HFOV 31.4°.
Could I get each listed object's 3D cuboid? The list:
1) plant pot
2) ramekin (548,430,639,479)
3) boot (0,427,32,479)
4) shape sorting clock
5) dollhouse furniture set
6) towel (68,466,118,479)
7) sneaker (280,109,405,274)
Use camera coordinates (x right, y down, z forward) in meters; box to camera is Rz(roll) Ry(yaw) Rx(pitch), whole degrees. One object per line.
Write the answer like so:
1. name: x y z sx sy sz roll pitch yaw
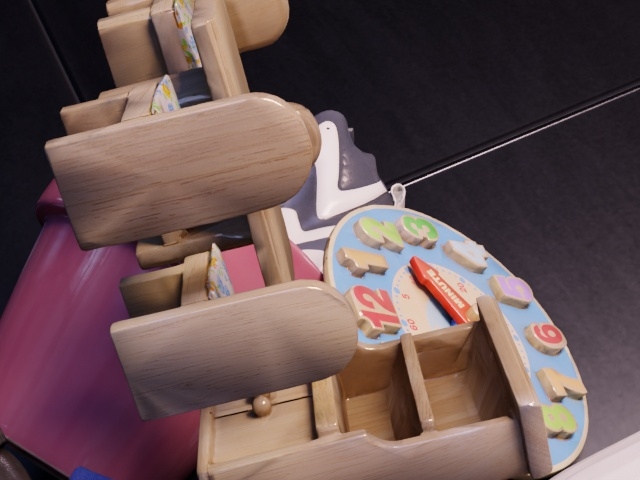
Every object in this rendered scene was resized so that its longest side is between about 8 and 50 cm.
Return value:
1. plant pot: -0.117 0.067 0.712 0.201 0.201 0.180 23 70 26
2. ramekin: 0.200 0.201 0.492 0.135 0.277 0.277 -23 50 -3
3. boot: -0.158 0.214 0.614 0.091 0.263 0.229 -35 85 -27
4. shape sorting clock: 0.089 0.056 0.711 0.206 0.040 0.206 24 38 -20
5. dollhouse furniture set: 0.000 0.000 0.529 0.161 0.242 0.212 -13 25 2
6. towel: -0.039 0.282 0.467 0.243 0.336 0.040 13 8 18
7. sneaker: -0.043 -0.042 0.852 0.235 0.094 0.153 20 53 24
